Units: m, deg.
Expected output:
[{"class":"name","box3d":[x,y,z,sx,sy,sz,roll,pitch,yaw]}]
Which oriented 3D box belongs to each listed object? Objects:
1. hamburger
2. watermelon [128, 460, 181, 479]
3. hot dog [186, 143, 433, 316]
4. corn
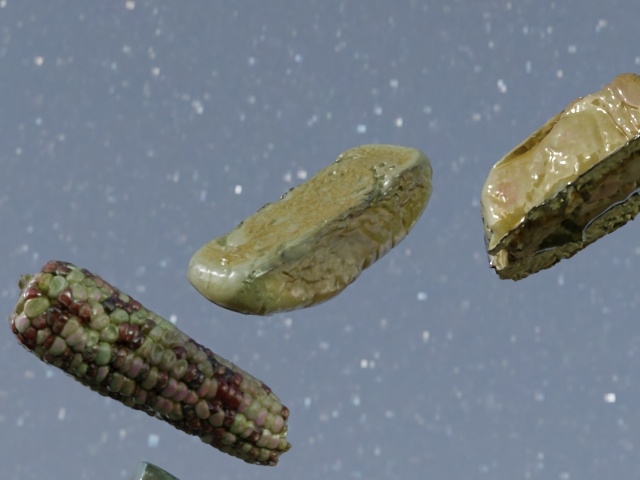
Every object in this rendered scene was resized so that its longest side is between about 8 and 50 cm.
[{"class":"hamburger","box3d":[0.266,-0.068,1.588,0.262,0.131,0.124,-35,-41,16]},{"class":"watermelon","box3d":[-0.210,0.412,1.822,0.148,0.226,0.318,25,-63,-4]},{"class":"hot dog","box3d":[0.000,0.000,1.222,0.084,0.242,0.073,7,-58,41]},{"class":"corn","box3d":[-0.144,0.108,1.357,0.280,0.092,0.092,29,-42,-10]}]
